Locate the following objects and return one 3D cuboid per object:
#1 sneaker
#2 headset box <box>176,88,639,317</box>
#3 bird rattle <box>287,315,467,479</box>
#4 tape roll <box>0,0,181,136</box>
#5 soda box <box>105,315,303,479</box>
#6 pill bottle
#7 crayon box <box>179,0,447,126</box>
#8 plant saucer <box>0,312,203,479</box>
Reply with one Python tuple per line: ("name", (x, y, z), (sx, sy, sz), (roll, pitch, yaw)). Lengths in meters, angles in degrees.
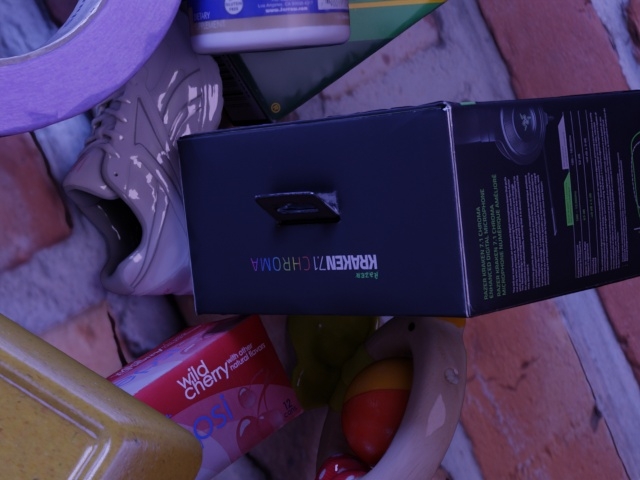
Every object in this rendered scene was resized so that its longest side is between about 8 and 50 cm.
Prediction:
("sneaker", (-0.131, -0.068, 1.011), (0.115, 0.090, 0.232), (-8, 84, -38))
("headset box", (0.073, -0.026, 0.979), (0.283, 0.246, 0.131), (-10, 95, -45))
("bird rattle", (0.031, 0.142, 1.037), (0.143, 0.207, 0.253), (31, 50, -11))
("tape roll", (-0.224, -0.201, 0.898), (0.275, 0.090, 0.274), (-1, 94, -23))
("soda box", (-0.138, 0.144, 0.950), (0.263, 0.092, 0.083), (-33, 102, -40))
("pill bottle", (-0.040, -0.222, 0.959), (0.112, 0.112, 0.186), (-10, 98, -42))
("crayon box", (-0.026, -0.322, 1.077), (0.313, 0.106, 0.363), (-37, 106, -16))
("plant saucer", (-0.266, 0.145, 0.765), (0.333, 0.081, 0.332), (32, 57, -3))
